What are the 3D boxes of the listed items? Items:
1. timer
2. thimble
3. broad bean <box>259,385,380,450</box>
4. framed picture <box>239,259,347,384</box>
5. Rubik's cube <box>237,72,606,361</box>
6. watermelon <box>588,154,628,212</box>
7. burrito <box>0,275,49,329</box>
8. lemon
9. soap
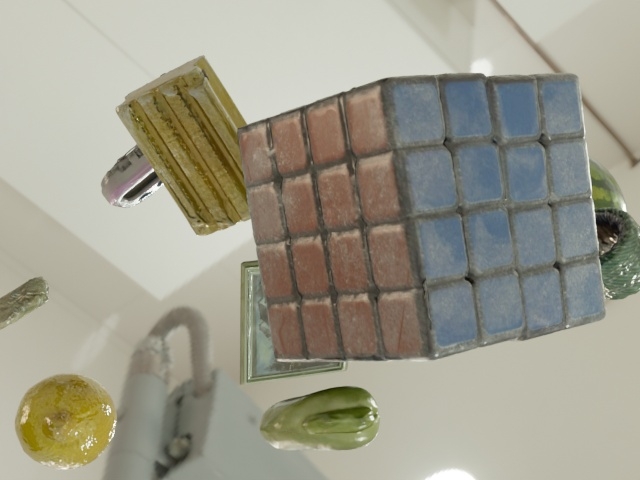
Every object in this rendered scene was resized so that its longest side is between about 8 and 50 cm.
[{"bbox_3d":[-0.347,-0.151,2.185,0.208,0.069,0.191,-39,174,4],"label":"timer"},{"bbox_3d":[0.414,0.020,1.554,0.118,0.090,0.135,-51,-153,-10],"label":"thimble"},{"bbox_3d":[-0.002,0.236,1.389,0.174,0.124,0.082,-20,-104,36],"label":"broad bean"},{"bbox_3d":[-0.046,0.159,2.136,0.232,0.296,0.019,-7,-149,-15],"label":"framed picture"},{"bbox_3d":[0.132,-0.028,1.440,0.344,0.337,0.344,-5,-87,53],"label":"Rubik's cube"},{"bbox_3d":[0.367,-0.021,1.799,0.285,0.285,0.285,-39,-155,22],"label":"watermelon"},{"bbox_3d":[-0.531,0.118,1.829,0.042,0.051,0.171,-20,-168,44],"label":"burrito"},{"bbox_3d":[-0.477,0.339,2.024,0.187,0.187,0.244,-53,-173,-10],"label":"lemon"},{"bbox_3d":[-0.197,-0.153,1.814,0.173,0.274,0.089,-23,-158,19],"label":"soap"}]
